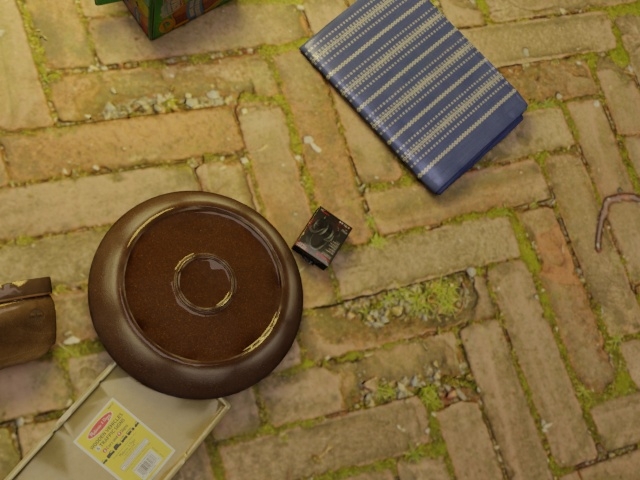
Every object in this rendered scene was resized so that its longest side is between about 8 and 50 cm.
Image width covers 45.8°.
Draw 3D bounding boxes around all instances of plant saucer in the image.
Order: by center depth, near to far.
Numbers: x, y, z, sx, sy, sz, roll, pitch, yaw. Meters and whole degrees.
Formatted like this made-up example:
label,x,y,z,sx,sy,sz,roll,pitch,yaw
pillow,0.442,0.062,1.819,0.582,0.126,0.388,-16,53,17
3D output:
label,x,y,z,sx,sy,sz,roll,pitch,yaw
plant saucer,-0.166,0.065,1.069,0.311,0.050,0.310,7,68,-18

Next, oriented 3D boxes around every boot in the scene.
label,x,y,z,sx,sy,sz,roll,pitch,yaw
boot,-0.496,0.129,0.968,0.305,0.112,0.115,-10,91,-19

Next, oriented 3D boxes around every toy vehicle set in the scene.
label,x,y,z,sx,sy,sz,roll,pitch,yaw
toy vehicle set,-0.270,0.274,1.024,0.166,0.035,0.267,42,71,-2

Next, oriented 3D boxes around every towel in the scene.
label,x,y,z,sx,sy,sz,roll,pitch,yaw
towel,0.162,-0.265,1.263,0.243,0.040,0.336,-42,88,-17

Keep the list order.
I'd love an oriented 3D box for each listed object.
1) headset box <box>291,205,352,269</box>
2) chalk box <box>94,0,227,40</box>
label,x,y,z,sx,sy,sz,roll,pitch,yaw
headset box,0.000,0.000,1.157,0.062,0.032,0.083,35,70,-5
chalk box,-0.239,-0.404,1.135,0.213,0.132,0.132,-35,88,-18
